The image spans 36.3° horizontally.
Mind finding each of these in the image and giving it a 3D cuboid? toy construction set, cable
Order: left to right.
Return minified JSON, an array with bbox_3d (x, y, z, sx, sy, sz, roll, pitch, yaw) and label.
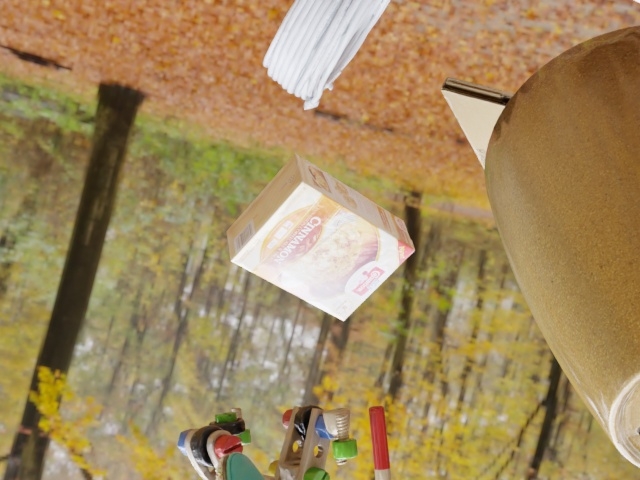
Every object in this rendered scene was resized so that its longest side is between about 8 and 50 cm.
[{"bbox_3d":[-0.043,0.374,1.445,0.308,0.237,0.257,-8,176,23],"label":"toy construction set"},{"bbox_3d":[0.025,-0.306,1.289,0.089,0.257,0.257,35,180,0],"label":"cable"}]

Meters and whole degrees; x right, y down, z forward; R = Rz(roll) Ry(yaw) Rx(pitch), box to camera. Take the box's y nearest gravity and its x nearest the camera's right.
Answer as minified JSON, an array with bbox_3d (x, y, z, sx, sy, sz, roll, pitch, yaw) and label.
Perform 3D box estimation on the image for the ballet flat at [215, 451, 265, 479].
[{"bbox_3d":[-0.071,0.357,1.125,0.091,0.077,0.241,19,-153,-49],"label":"ballet flat"}]

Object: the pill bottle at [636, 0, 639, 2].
[{"bbox_3d":[0.420,-0.377,0.892,0.228,0.229,0.407,14,164,-11],"label":"pill bottle"}]

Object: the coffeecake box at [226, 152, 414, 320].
[{"bbox_3d":[0.000,0.000,1.225,0.185,0.142,0.068,30,-154,-29],"label":"coffeecake box"}]

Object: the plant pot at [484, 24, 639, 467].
[{"bbox_3d":[0.232,0.020,0.647,0.237,0.237,0.254,14,-141,-4],"label":"plant pot"}]

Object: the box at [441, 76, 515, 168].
[{"bbox_3d":[0.249,-0.116,1.195,0.164,0.021,0.201,22,163,37],"label":"box"}]
